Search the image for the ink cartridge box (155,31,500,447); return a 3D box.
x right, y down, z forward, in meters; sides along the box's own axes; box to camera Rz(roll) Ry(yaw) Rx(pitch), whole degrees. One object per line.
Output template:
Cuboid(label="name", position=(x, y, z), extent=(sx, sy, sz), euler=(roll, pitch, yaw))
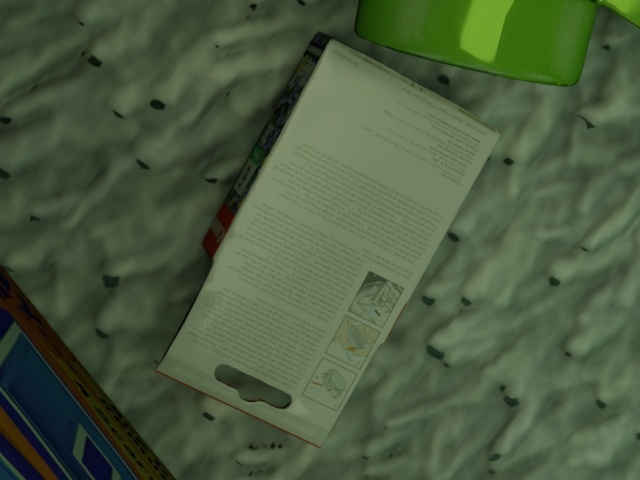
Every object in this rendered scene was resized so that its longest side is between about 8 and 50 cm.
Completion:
Cuboid(label="ink cartridge box", position=(0.000, 0.000, 0.502), extent=(0.063, 0.029, 0.115), euler=(27, 96, -16))

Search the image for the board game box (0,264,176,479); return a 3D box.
Cuboid(label="board game box", position=(-0.240, 0.098, 0.304), extent=(0.356, 0.356, 0.356), euler=(-37, 106, -2))

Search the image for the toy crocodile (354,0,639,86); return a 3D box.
Cuboid(label="toy crocodile", position=(-0.018, -0.116, 0.446), extent=(0.341, 0.105, 0.115), euler=(11, 99, -8))
